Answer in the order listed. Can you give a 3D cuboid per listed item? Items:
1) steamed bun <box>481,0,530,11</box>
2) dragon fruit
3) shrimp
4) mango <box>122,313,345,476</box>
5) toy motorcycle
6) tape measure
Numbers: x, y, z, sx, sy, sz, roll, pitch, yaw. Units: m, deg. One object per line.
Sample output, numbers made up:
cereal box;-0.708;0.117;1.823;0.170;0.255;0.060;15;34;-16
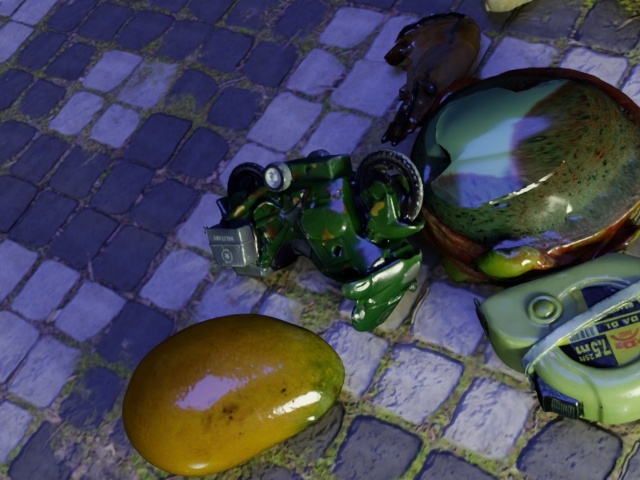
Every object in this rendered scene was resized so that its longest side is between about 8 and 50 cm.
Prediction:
steamed bun;0.267;-0.375;1.078;0.155;0.140;0.172;-3;52;8
dragon fruit;0.205;-0.072;0.908;0.295;0.130;0.268;-14;59;13
shrimp;0.113;-0.183;1.057;0.117;0.066;0.262;1;43;40
mango;-0.089;0.146;0.883;0.221;0.120;0.151;-25;55;-3
toy motorcycle;0.000;0.000;0.931;0.275;0.187;0.125;1;16;40
tape measure;0.251;0.089;0.799;0.177;0.087;0.154;-23;52;3
